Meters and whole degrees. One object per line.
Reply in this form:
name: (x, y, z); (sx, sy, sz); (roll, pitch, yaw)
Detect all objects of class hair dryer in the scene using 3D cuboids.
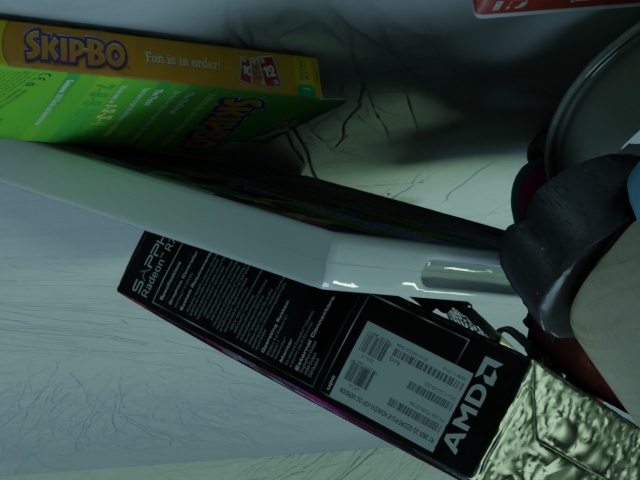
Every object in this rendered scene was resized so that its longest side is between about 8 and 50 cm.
hair dryer: (0.205, 0.080, 1.395); (0.293, 0.080, 0.223); (25, 171, 43)

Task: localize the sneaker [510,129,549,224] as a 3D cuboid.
sneaker: (0.236, -0.018, 1.456); (0.178, 0.124, 0.295); (-16, 157, 16)

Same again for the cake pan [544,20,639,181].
cake pan: (0.291, -0.057, 1.246); (0.293, 0.054, 0.293); (-6, 144, -4)

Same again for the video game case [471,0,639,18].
video game case: (0.201, -0.178, 0.981); (0.204, 0.025, 0.285); (-5, 167, -9)

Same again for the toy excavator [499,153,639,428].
toy excavator: (0.393, -0.035, 1.084); (0.433, 0.222, 0.445); (10, 128, -41)

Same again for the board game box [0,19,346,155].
board game box: (-0.120, -0.087, 1.174); (0.259, 0.039, 0.124); (6, 162, -36)

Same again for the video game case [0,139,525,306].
video game case: (-0.006, -0.011, 1.257); (0.300, 0.036, 0.329); (7, -172, -46)

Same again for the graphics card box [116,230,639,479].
graphics card box: (0.054, 0.095, 1.394); (0.371, 0.094, 0.233); (23, 173, 42)
